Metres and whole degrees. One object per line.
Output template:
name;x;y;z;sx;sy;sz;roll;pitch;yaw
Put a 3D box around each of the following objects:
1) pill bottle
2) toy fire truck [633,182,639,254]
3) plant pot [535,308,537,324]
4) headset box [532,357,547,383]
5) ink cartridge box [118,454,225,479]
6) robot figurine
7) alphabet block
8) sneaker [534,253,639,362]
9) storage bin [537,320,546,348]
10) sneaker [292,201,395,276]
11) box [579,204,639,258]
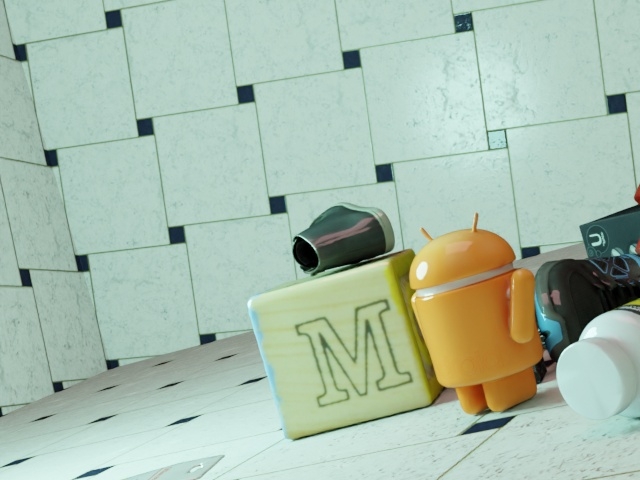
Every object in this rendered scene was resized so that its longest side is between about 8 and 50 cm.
pill bottle;0.309;0.107;1.306;0.184;0.103;0.103;-17;1;-41
toy fire truck;0.493;0.026;1.752;0.158;0.217;0.246;-14;44;62
plant pot;0.225;0.127;1.803;0.109;0.096;0.109;-15;1;31
headset box;0.250;0.140;1.677;0.032;0.062;0.083;-15;0;17
ink cartridge box;-0.186;0.270;1.334;0.198;0.067;0.115;-18;1;10
robot figurine;0.176;0.081;1.549;0.128;0.219;0.158;-17;0;-1
alphabet block;0.042;0.131;1.807;0.197;0.193;0.192;-16;2;15
sneaker;0.380;0.069;1.799;0.140;0.125;0.341;-10;6;30
storage bin;0.340;0.098;1.992;0.122;0.084;0.180;-15;1;42
sneaker;0.000;0.000;1.843;0.118;0.083;0.222;-17;2;-22
box;0.557;0.002;2.097;0.165;0.143;0.270;-17;1;-37
